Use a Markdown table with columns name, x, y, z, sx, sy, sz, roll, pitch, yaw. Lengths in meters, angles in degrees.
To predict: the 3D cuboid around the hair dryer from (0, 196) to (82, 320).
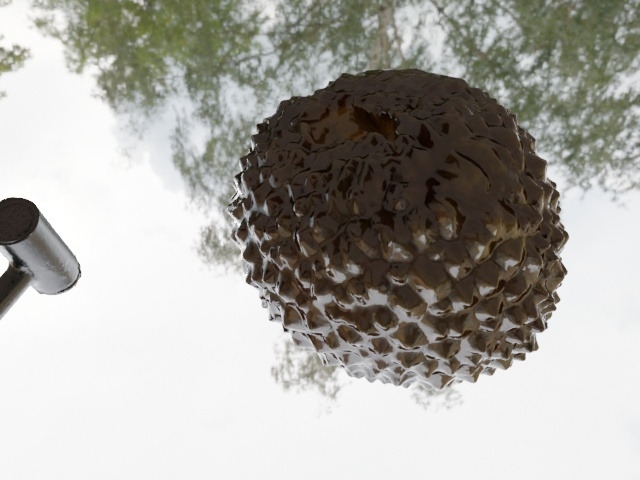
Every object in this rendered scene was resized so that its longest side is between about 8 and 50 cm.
| name | x | y | z | sx | sy | sz | roll | pitch | yaw |
| --- | --- | --- | --- | --- | --- | --- | --- | --- | --- |
| hair dryer | -0.483 | 0.078 | 1.030 | 0.089 | 0.197 | 0.251 | 23 | -117 | 11 |

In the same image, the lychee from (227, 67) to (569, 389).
| name | x | y | z | sx | sy | sz | roll | pitch | yaw |
| --- | --- | --- | --- | --- | --- | --- | --- | --- | --- |
| lychee | 0.064 | -0.001 | 0.547 | 0.267 | 0.267 | 0.267 | 3 | -139 | -3 |
